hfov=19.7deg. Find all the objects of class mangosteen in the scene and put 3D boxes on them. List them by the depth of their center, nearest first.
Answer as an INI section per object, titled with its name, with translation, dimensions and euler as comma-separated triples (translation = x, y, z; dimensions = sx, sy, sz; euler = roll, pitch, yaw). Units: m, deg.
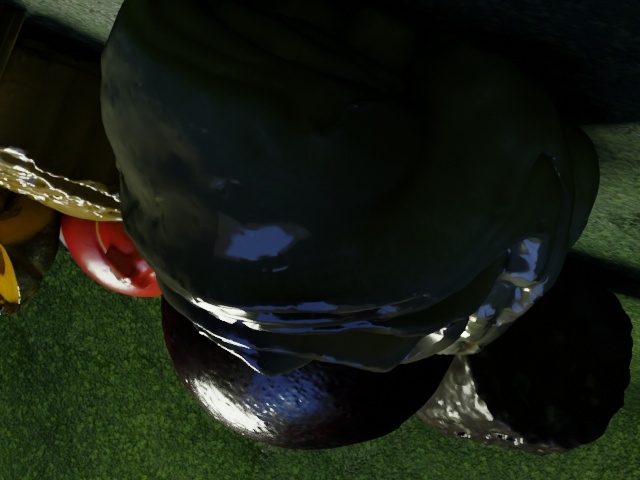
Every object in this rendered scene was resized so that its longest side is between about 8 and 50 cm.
[mangosteen]
translation = -0.015, 0.032, 1.584
dimensions = 0.300, 0.300, 0.300
euler = 17, 173, 2

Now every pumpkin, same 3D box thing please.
[pumpkin]
translation = -0.341, -0.051, 1.935
dimensions = 0.278, 0.111, 0.163
euler = 54, 153, 23

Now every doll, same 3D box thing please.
[doll]
translation = -0.199, -0.030, 1.963
dimensions = 0.182, 0.160, 0.363
euler = 45, -179, -22

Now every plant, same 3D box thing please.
[plant]
translation = 0.211, 0.127, 2.079
dimensions = 0.213, 0.215, 0.312
euler = 16, 176, -14

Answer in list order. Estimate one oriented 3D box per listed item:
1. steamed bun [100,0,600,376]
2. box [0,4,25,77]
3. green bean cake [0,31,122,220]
[steamed bun]
translation = 0.010, -0.022, 1.270
dimensions = 0.339, 0.247, 0.352
euler = 15, 168, 10
[box]
translation = -0.299, -0.136, 1.583
dimensions = 0.023, 0.133, 0.090
euler = 24, 172, -27
[green bean cake]
translation = -0.252, -0.103, 1.731
dimensions = 0.230, 0.131, 0.224
euler = 24, 172, -38
